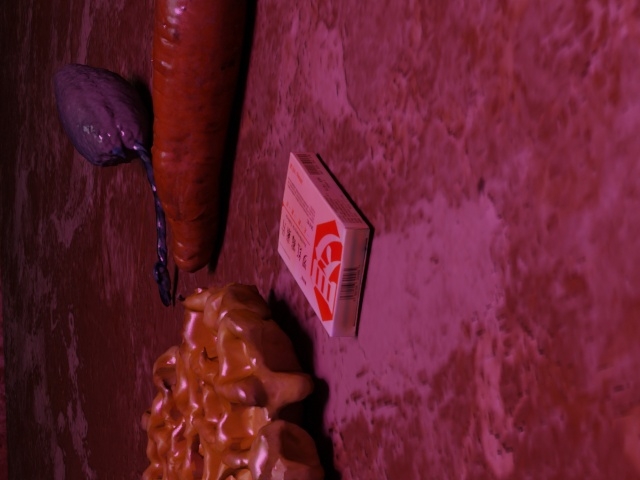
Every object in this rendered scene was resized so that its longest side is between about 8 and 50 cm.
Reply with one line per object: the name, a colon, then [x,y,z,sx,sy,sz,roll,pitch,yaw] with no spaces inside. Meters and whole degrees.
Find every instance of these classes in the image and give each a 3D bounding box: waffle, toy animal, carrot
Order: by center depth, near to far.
waffle: [-0.055,0.126,0.762,0.249,0.056,0.253,-112,26,-47]
carrot: [-0.077,-0.081,0.830,0.059,0.059,0.247,-120,32,-56]
toy animal: [-0.154,-0.066,1.062,0.253,0.070,0.079,56,179,39]

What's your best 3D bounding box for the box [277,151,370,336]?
box: [0.000,0.000,0.653,0.093,0.015,0.058,-124,36,-59]
